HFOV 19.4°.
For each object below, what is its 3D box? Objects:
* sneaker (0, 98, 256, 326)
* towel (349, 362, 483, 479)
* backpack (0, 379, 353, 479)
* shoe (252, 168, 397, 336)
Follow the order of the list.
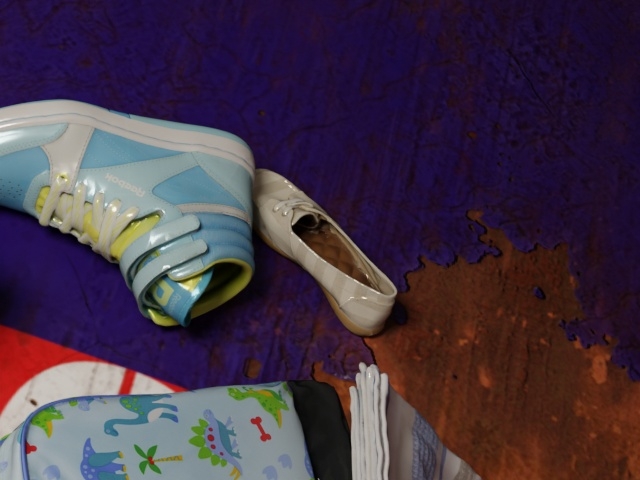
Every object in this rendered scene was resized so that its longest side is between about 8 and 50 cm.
[{"bbox_3d":[-0.203,-0.017,1.802,0.319,0.127,0.208,3,53,-19],"label":"sneaker"},{"bbox_3d":[0.103,0.259,1.660,0.285,0.034,0.209,49,31,-45],"label":"towel"},{"bbox_3d":[-0.136,0.251,1.569,0.356,0.273,0.290,-5,65,-11],"label":"backpack"},{"bbox_3d":[0.000,0.000,1.914,0.076,0.058,0.219,-30,70,-36],"label":"shoe"}]
